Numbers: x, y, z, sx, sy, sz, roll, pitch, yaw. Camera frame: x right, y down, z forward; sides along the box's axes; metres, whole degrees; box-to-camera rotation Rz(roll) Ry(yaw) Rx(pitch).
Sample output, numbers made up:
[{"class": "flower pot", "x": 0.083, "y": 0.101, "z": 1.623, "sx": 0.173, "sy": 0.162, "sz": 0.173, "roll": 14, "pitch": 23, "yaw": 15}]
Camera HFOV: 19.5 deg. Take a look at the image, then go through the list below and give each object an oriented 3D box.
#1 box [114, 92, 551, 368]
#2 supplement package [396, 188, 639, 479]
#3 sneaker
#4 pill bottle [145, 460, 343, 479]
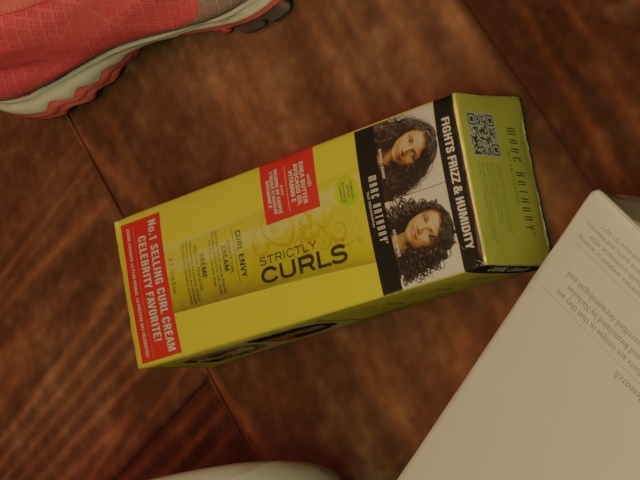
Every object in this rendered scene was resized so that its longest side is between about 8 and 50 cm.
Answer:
[{"class": "box", "x": 0.000, "y": 0.000, "z": 0.920, "sx": 0.232, "sy": 0.058, "sz": 0.087, "roll": -17, "pitch": 78, "yaw": 40}, {"class": "supplement package", "x": 0.126, "y": 0.081, "z": 0.776, "sx": 0.105, "sy": 0.105, "sz": 0.179, "roll": 47, "pitch": 117, "yaw": 32}, {"class": "sneaker", "x": -0.119, "y": -0.149, "z": 0.980, "sx": 0.314, "sy": 0.136, "sz": 0.116, "roll": -29, "pitch": 71, "yaw": 37}, {"class": "pill bottle", "x": -0.046, "y": 0.297, "z": 0.853, "sx": 0.204, "sy": 0.204, "sz": 0.361, "roll": -26, "pitch": 72, "yaw": 38}]
